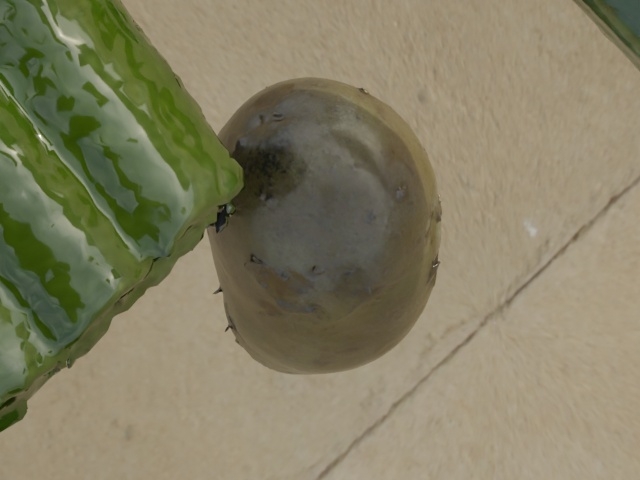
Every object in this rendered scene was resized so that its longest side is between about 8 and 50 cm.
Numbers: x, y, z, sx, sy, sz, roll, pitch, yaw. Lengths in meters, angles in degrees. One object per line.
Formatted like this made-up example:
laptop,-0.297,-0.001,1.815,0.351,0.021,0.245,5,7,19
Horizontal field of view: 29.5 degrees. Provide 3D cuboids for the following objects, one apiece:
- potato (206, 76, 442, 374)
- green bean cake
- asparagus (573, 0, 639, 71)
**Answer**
potato,0.000,0.000,0.793,0.165,0.262,0.165,0,70,-1
green bean cake,-0.239,-0.010,0.614,0.319,0.335,0.218,-42,108,-21
asparagus,0.163,-0.121,0.594,0.343,0.085,0.082,46,73,-7
